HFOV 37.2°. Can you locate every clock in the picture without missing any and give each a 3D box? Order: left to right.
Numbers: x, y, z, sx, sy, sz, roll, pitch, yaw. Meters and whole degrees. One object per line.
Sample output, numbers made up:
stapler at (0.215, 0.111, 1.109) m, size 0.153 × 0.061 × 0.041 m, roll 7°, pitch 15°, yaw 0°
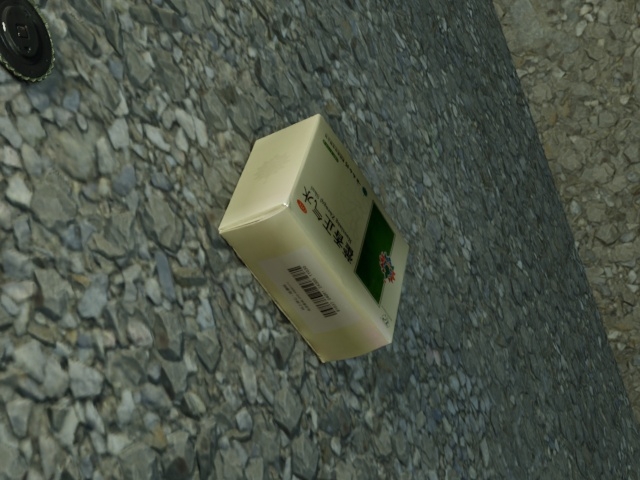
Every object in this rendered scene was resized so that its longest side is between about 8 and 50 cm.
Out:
clock at (-0.247, -0.169, 0.779) m, size 0.074 × 0.010 × 0.083 m, roll -9°, pitch 81°, yaw -63°

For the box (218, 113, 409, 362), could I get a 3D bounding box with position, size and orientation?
box at (0.000, 0.000, 1.037) m, size 0.212 × 0.095 × 0.168 m, roll 54°, pitch 35°, yaw -29°
